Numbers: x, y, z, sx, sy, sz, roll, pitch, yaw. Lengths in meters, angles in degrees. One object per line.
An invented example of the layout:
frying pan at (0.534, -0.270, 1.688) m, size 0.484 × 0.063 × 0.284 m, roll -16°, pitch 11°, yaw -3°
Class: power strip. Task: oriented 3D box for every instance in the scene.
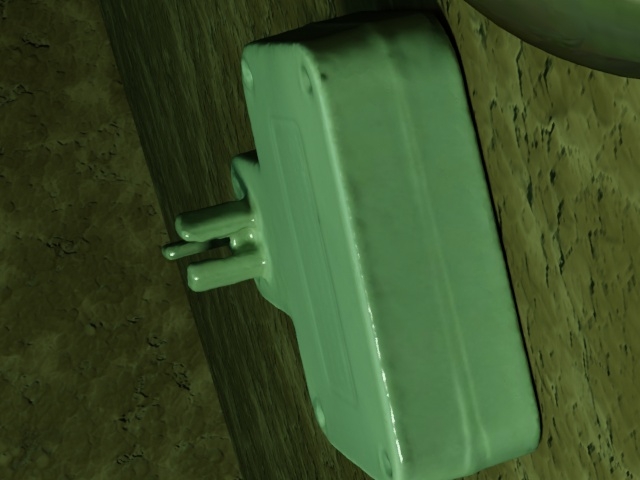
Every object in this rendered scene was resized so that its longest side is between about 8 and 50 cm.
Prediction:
power strip at (0.000, 0.000, 0.958) m, size 0.261 × 0.141 × 0.230 m, roll -154°, pitch 50°, yaw -74°

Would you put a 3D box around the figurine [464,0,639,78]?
figurine at (0.084, -0.092, 0.301) m, size 0.275 × 0.161 × 0.158 m, roll -121°, pitch 41°, yaw -53°
